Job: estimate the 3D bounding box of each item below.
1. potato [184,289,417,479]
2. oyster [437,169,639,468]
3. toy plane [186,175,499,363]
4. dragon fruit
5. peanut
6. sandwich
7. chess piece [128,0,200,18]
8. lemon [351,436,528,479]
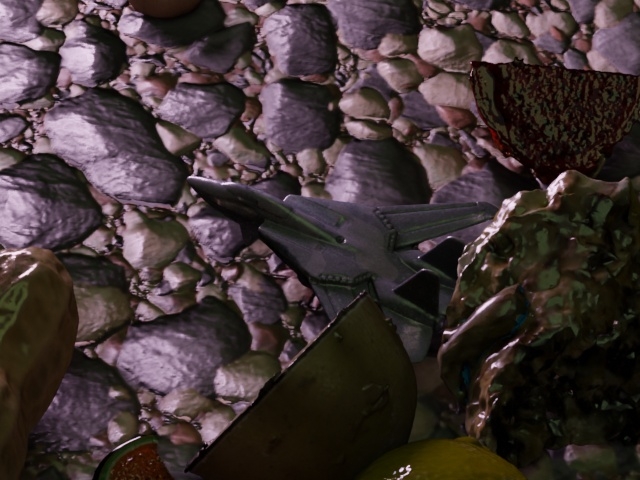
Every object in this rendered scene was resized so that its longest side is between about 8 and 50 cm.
[{"bbox_3d":[-0.001,0.143,1.429,0.117,0.202,0.182,44,25,0],"label":"potato"},{"bbox_3d":[0.191,0.059,1.500,0.214,0.083,0.223,-16,82,-11],"label":"oyster"},{"bbox_3d":[0.001,0.009,1.604,0.267,0.088,0.212,19,48,27],"label":"toy plane"},{"bbox_3d":[0.202,-0.095,1.704,0.162,0.083,0.106,6,68,-10],"label":"dragon fruit"},{"bbox_3d":[-0.264,0.122,1.459,0.120,0.136,0.298,33,46,-15],"label":"peanut"},{"bbox_3d":[-0.141,0.198,1.464,0.069,0.026,0.101,-15,52,-19],"label":"sandwich"},{"bbox_3d":[-0.152,-0.253,1.869,0.083,0.038,0.084,0,49,0],"label":"chess piece"},{"bbox_3d":[0.077,0.232,1.326,0.184,0.184,0.248,6,41,5],"label":"lemon"}]
